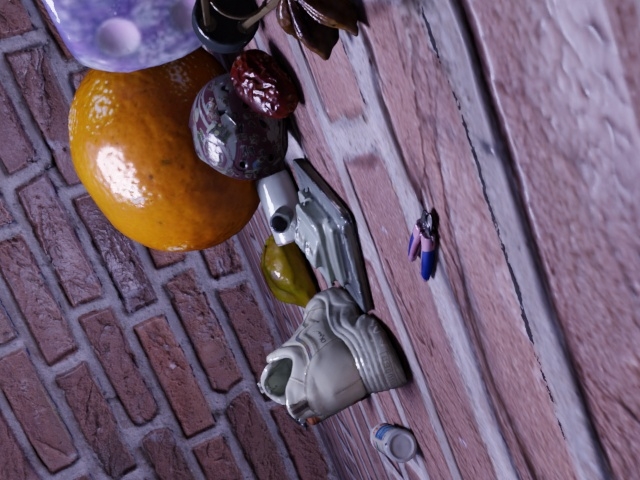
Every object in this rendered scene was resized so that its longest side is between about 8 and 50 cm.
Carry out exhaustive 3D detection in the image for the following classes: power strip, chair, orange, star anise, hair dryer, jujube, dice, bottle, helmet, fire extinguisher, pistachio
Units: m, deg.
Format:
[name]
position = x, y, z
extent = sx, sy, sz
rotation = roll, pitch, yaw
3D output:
[power strip]
position = 0.000, 0.000, 1.029
extent = 0.198, 0.064, 0.213
rotation = 51, 160, 49
[chair]
position = -0.113, -0.321, 0.848
extent = 0.221, 0.104, 0.095
rotation = 172, 100, -74
[orange]
position = -0.296, -0.177, 1.261
extent = 0.424, 0.326, 0.424
rotation = -18, -90, -80
[star anise]
position = -0.017, -0.247, 0.608
extent = 0.168, 0.057, 0.168
rotation = 157, 90, -80
[hair dryer]
position = -0.073, -0.049, 1.127
extent = 0.236, 0.073, 0.131
rotation = -76, -35, -80
[jujube]
position = -0.078, -0.219, 0.927
extent = 0.129, 0.077, 0.077
rotation = 47, 160, 35
[dice]
position = -0.312, -0.451, 1.018
extent = 0.271, 0.270, 0.270
rotation = 81, 163, -53
[bottle]
position = 0.126, 0.375, 1.226
extent = 0.060, 0.060, 0.217
rotation = 65, 168, 7
[helmet]
position = -0.124, -0.194, 1.015
extent = 0.177, 0.153, 0.107
rotation = 61, 156, 28
[fire extinguisher]
position = 0.016, 0.345, 1.379
extent = 0.062, 0.177, 0.050
rotation = 65, 170, -2
[pistachio]
position = -0.075, 0.070, 1.438
extent = 0.110, 0.100, 0.189
rotation = 133, 114, -82

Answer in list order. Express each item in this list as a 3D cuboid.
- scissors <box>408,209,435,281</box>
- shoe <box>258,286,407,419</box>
[scissors]
position = 0.105, 0.003, 0.666
extent = 0.039, 0.012, 0.113
rotation = 61, 168, 27
[shoe]
position = -0.013, 0.190, 1.100
extent = 0.132, 0.210, 0.342
rotation = 69, 169, -15
